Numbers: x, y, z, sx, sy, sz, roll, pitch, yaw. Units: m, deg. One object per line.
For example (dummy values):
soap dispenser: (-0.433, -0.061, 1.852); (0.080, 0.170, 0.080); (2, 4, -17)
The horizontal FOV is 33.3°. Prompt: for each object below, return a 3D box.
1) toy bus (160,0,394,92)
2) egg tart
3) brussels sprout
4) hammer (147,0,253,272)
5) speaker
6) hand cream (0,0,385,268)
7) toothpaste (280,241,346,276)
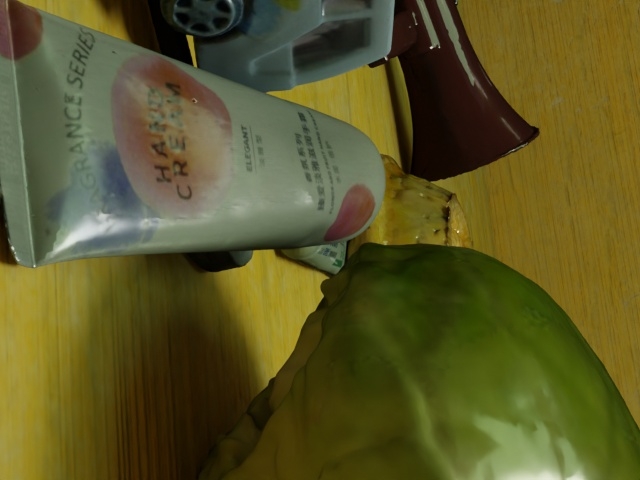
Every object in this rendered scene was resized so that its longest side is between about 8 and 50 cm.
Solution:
toy bus: (-0.024, -0.213, 0.545); (0.330, 0.135, 0.109); (89, -2, -57)
egg tart: (0.101, 0.036, 1.155); (0.288, 0.118, 0.288); (-6, 90, -73)
brussels sprout: (0.050, 0.169, 0.604); (0.344, 0.268, 0.344); (23, 60, -48)
hammer: (-0.086, -0.097, 0.664); (0.103, 0.029, 0.246); (-61, 138, -69)
speaker: (0.132, -0.236, 1.486); (0.259, 0.198, 0.330); (-38, 108, -30)
hand cream: (-0.052, -0.044, 0.599); (0.340, 0.077, 0.124); (5, 75, -61)
toothpaste: (0.000, 0.000, 0.923); (0.218, 0.041, 0.064); (18, 76, -77)
